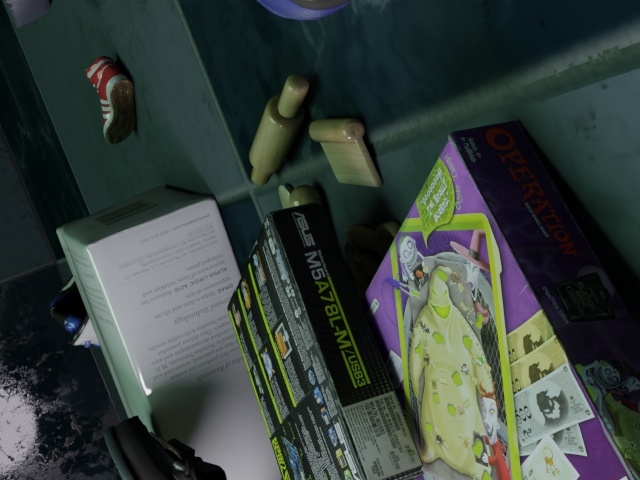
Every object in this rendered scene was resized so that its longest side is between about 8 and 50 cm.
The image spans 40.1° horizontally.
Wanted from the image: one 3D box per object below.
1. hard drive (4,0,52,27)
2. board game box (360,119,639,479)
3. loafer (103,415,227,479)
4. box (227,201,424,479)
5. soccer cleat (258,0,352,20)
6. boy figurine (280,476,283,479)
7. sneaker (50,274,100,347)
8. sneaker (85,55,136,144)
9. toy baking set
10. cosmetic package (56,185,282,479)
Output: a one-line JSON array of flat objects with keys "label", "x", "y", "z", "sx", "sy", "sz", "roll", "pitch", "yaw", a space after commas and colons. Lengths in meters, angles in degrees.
[{"label": "hard drive", "x": -0.367, "y": -0.400, "z": 1.025, "sx": 0.172, "sy": 0.054, "sz": 0.254, "roll": -97, "pitch": -4, "yaw": -52}, {"label": "board game box", "x": 0.081, "y": 0.116, "z": 0.526, "sx": 0.208, "sy": 0.056, "sz": 0.346, "roll": 63, "pitch": 156, "yaw": 23}, {"label": "loafer", "x": -0.108, "y": 0.268, "z": 0.849, "sx": 0.302, "sy": 0.095, "sz": 0.109, "roll": 42, "pitch": 163, "yaw": 42}, {"label": "box", "x": -0.008, "y": 0.096, "z": 0.619, "sx": 0.184, "sy": 0.045, "sz": 0.190, "roll": 116, "pitch": 136, "yaw": -62}, {"label": "soccer cleat", "x": -0.044, "y": -0.256, "z": 0.451, "sx": 0.121, "sy": 0.094, "sz": 0.289, "roll": -152, "pitch": 44, "yaw": -68}, {"label": "boy figurine", "x": 0.009, "y": 0.300, "z": 0.871, "sx": 0.285, "sy": 0.092, "sz": 0.177, "roll": 119, "pitch": 135, "yaw": -65}, {"label": "sneaker", "x": -0.273, "y": 0.110, "z": 1.228, "sx": 0.127, "sy": 0.182, "sz": 0.315, "roll": 44, "pitch": 149, "yaw": 48}, {"label": "sneaker", "x": -0.268, "y": -0.181, "z": 1.114, "sx": 0.067, "sy": 0.042, "sz": 0.118, "roll": 52, "pitch": 147, "yaw": 24}, {"label": "toy baking set", "x": -0.003, "y": -0.006, "z": 0.682, "sx": 0.196, "sy": 0.030, "sz": 0.256, "roll": 63, "pitch": 158, "yaw": 8}, {"label": "cosmetic package", "x": -0.165, "y": 0.143, "z": 1.050, "sx": 0.217, "sy": 0.156, "sz": 0.384, "roll": 16, "pitch": 127, "yaw": 63}]
